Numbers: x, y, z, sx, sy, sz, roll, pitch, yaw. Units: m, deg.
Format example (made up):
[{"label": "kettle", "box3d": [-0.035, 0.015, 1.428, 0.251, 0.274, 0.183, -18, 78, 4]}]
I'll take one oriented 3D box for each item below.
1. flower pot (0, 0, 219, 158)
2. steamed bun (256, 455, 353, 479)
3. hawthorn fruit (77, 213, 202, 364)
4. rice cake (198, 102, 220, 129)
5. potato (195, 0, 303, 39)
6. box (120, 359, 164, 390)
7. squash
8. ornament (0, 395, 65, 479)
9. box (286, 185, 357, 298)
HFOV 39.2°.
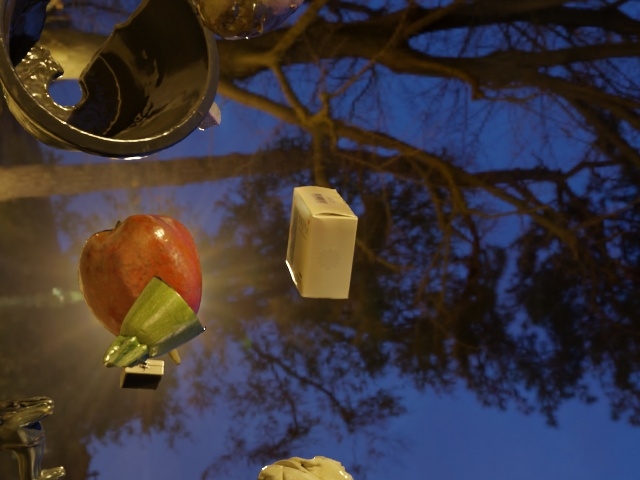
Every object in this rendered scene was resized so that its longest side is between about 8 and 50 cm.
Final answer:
[{"label": "flower pot", "box3d": [-0.388, -0.276, 1.486, 0.251, 0.379, 0.379, -22, -105, 53]}, {"label": "steamed bun", "box3d": [-0.007, 0.471, 1.667, 0.144, 0.218, 0.211, -60, -157, -8]}, {"label": "hawthorn fruit", "box3d": [-0.273, 0.083, 1.448, 0.251, 0.199, 0.199, 64, -32, 9]}, {"label": "rice cake", "box3d": [-0.313, -0.359, 2.153, 0.399, 0.064, 0.070, 61, 21, -73]}, {"label": "potato", "box3d": [-0.076, -0.325, 1.214, 0.089, 0.172, 0.100, 62, -10, 11]}, {"label": "box", "box3d": [-0.369, 0.276, 1.858, 0.083, 0.079, 0.035, 118, -27, -51]}, {"label": "squash", "box3d": [-0.234, 0.128, 1.195, 0.105, 0.132, 0.105, 38, -22, 18]}, {"label": "ornament", "box3d": [-0.496, 0.374, 1.396, 0.080, 0.202, 0.236, -131, -148, -75]}, {"label": "box", "box3d": [0.000, 0.000, 1.754, 0.212, 0.095, 0.168, -122, -141, -70]}]
